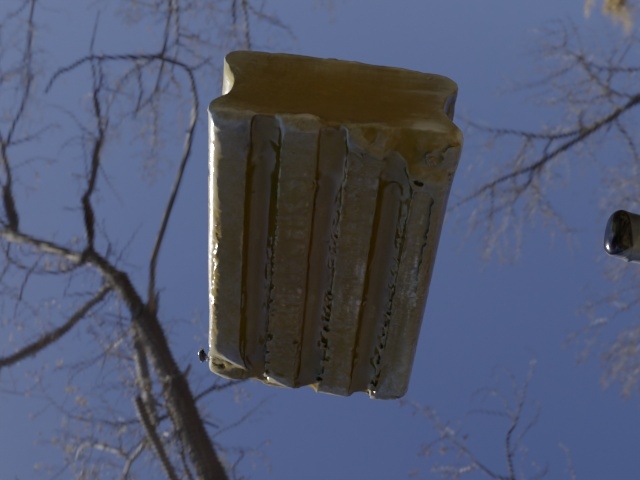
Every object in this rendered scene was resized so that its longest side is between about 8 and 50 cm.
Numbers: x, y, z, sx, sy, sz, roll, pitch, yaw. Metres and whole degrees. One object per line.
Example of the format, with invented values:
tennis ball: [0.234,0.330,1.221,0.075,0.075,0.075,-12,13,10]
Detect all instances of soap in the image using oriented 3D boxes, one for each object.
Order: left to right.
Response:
soap: [0.000,0.000,0.743,0.173,0.274,0.089,8,-136,1]

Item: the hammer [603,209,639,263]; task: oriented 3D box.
hammer: [0.450,0.039,0.909,0.426,0.152,0.044,18,175,-13]
